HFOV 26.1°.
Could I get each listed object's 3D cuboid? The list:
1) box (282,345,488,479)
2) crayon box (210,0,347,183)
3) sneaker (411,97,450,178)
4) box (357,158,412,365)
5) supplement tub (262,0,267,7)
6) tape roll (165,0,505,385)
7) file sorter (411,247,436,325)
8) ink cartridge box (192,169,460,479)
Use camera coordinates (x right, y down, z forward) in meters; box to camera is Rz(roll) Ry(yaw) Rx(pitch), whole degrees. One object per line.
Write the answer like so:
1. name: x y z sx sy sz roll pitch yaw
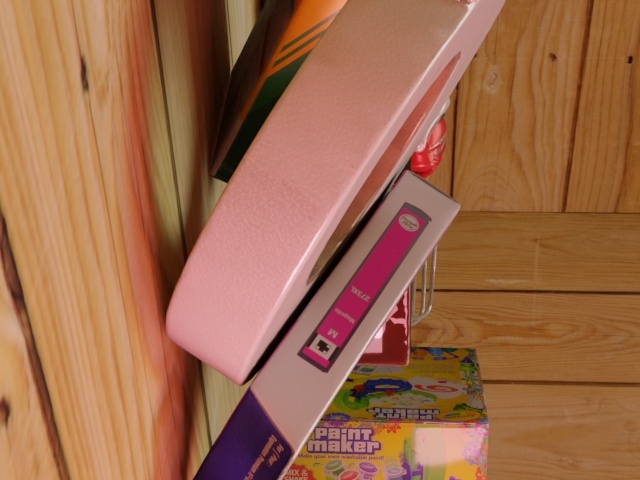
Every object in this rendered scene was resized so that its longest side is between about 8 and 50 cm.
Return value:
1. box: 0.071 0.268 1.861 0.279 0.290 0.177 -77 168 -75
2. crayon box: 0.010 -0.215 1.235 0.203 0.083 0.323 -85 -159 -54
3. sneaker: 0.114 -0.136 1.825 0.279 0.107 0.118 -74 162 -83
4. box: 0.009 -0.011 1.540 0.381 0.191 0.143 -84 174 -67
5. supplement tub: 0.048 -0.367 1.736 0.241 0.241 0.331 69 22 -83
6. tape roll: 0.021 -0.071 1.021 0.392 0.072 0.392 -56 175 -8
7. file sorter: 0.072 0.064 2.306 0.278 0.192 0.173 132 -35 -73
8. ink cartridge box: -0.011 0.112 1.107 0.371 0.069 0.176 -56 177 -43
